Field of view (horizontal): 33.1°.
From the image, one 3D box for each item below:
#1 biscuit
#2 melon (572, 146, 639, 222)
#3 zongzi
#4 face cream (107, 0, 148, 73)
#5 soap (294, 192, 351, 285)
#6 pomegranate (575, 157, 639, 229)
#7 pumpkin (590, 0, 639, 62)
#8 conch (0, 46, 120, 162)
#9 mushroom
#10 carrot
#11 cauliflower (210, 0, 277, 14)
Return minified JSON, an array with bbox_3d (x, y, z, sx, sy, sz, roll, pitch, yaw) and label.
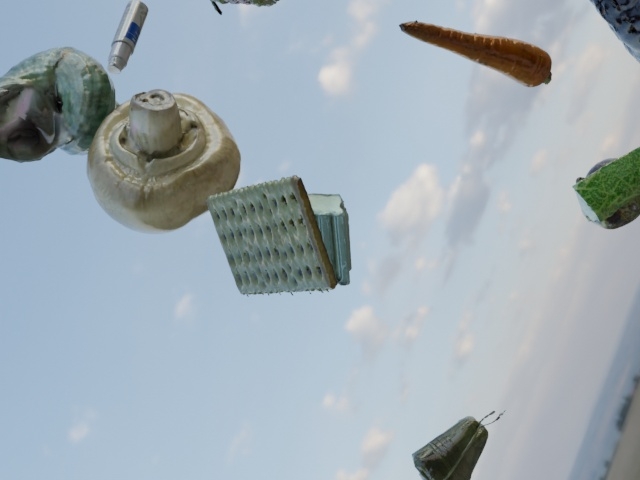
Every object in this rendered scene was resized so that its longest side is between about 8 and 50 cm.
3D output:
[{"bbox_3d":[-0.061,0.001,1.249,0.016,0.231,0.139,-24,-81,-30],"label":"biscuit"},{"bbox_3d":[0.413,-0.086,1.350,0.262,0.053,0.114,-30,-23,-24],"label":"melon"},{"bbox_3d":[0.223,0.323,1.552,0.154,0.130,0.062,-34,1,-8],"label":"zongzi"},{"bbox_3d":[-0.276,-0.286,1.529,0.034,0.034,0.130,87,-168,-53],"label":"face cream"},{"bbox_3d":[0.000,0.000,2.111,0.063,0.114,0.198,-83,-8,-45],"label":"soap"},{"bbox_3d":[0.550,-0.096,2.090,0.125,0.163,0.138,-146,73,-71],"label":"pomegranate"},{"bbox_3d":[0.442,-0.325,1.398,0.163,0.233,0.233,-36,-9,16],"label":"pumpkin"},{"bbox_3d":[-0.455,-0.229,1.880,0.277,0.195,0.220,18,-101,-43],"label":"conch"},{"bbox_3d":[-0.256,-0.147,1.762,0.234,0.254,0.260,98,170,-56],"label":"mushroom"},{"bbox_3d":[0.229,-0.275,1.530,0.061,0.257,0.061,-47,34,47],"label":"carrot"},{"bbox_3d":[-0.131,-0.545,1.903,0.256,0.239,0.315,-4,-44,-23],"label":"cauliflower"}]
